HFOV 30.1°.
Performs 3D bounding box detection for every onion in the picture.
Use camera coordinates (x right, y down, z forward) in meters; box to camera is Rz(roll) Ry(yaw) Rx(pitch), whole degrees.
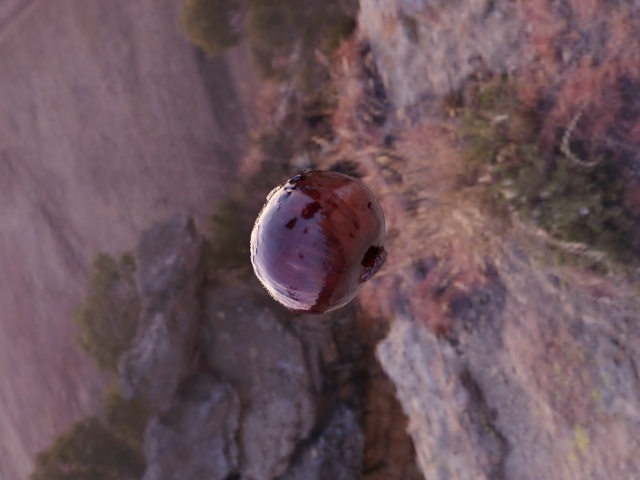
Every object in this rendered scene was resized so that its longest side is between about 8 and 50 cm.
[{"bbox_3d":[0.000,0.000,1.042,0.131,0.131,0.131,43,140,52],"label":"onion"}]
